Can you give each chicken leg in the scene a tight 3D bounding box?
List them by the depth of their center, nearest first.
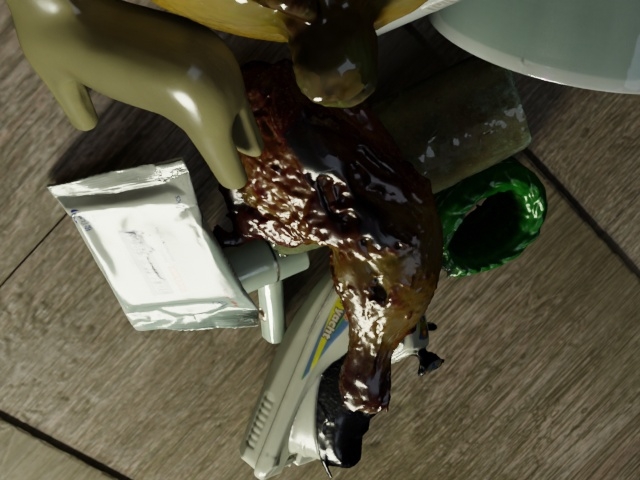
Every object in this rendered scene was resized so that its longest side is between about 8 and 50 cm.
[{"bbox_3d":[0.012,-0.004,1.229,0.177,0.083,0.322,-33,104,19],"label":"chicken leg"}]

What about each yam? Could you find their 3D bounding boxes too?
[{"bbox_3d":[0.064,-0.077,1.290,0.259,0.106,0.106,-25,134,9],"label":"yam"}]

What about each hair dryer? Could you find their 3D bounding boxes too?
[{"bbox_3d":[-0.053,0.051,1.347,0.082,0.047,0.137,-23,137,-18],"label":"hair dryer"}]

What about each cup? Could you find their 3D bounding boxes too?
[{"bbox_3d":[0.258,-0.310,1.188,0.357,0.259,0.274,-38,143,-51],"label":"cup"}]

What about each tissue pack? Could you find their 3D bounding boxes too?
[{"bbox_3d":[-0.137,0.011,1.236,0.123,0.026,0.193,-9,132,17],"label":"tissue pack"}]

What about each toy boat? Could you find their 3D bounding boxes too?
[{"bbox_3d":[0.029,0.114,1.372,0.141,0.141,0.269,17,118,-40],"label":"toy boat"}]

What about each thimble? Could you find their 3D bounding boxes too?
[{"bbox_3d":[0.144,-0.030,1.386,0.130,0.090,0.118,-48,131,2],"label":"thimble"}]

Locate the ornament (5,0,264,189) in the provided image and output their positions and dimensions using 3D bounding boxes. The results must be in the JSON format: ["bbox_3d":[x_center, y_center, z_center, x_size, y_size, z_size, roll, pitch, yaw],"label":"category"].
[{"bbox_3d":[-0.166,-0.145,1.056,0.061,0.230,0.245,-63,161,-20],"label":"ornament"}]

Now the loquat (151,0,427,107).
[{"bbox_3d":[-0.013,-0.259,0.945,0.328,0.359,0.328,-11,167,-3],"label":"loquat"}]

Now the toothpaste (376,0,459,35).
[{"bbox_3d":[0.088,-0.220,1.101,0.073,0.299,0.114,4,73,-39],"label":"toothpaste"}]
